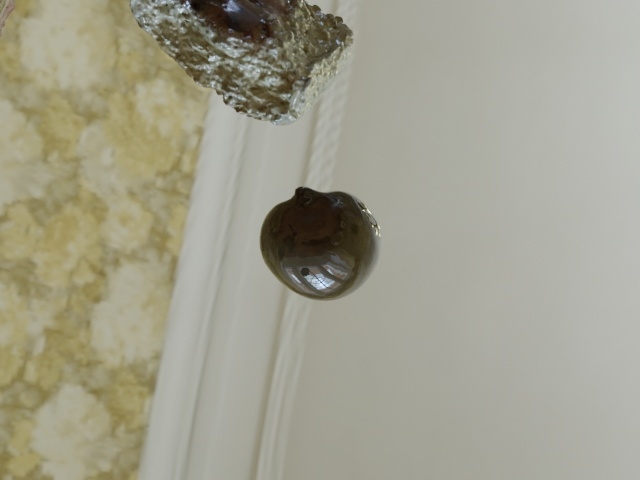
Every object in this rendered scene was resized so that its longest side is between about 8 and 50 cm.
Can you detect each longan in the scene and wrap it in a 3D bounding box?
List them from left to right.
[{"bbox_3d":[0.000,0.000,1.152,0.113,0.113,0.092,-41,-162,24],"label":"longan"}]

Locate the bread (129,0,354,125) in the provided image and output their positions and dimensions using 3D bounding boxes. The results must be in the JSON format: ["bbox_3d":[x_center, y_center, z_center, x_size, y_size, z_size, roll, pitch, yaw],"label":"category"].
[{"bbox_3d":[-0.029,-0.084,0.509,0.083,0.070,0.035,34,-57,6],"label":"bread"}]

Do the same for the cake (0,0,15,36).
[{"bbox_3d":[-0.166,-0.076,0.545,0.225,0.090,0.109,108,3,-51],"label":"cake"}]
